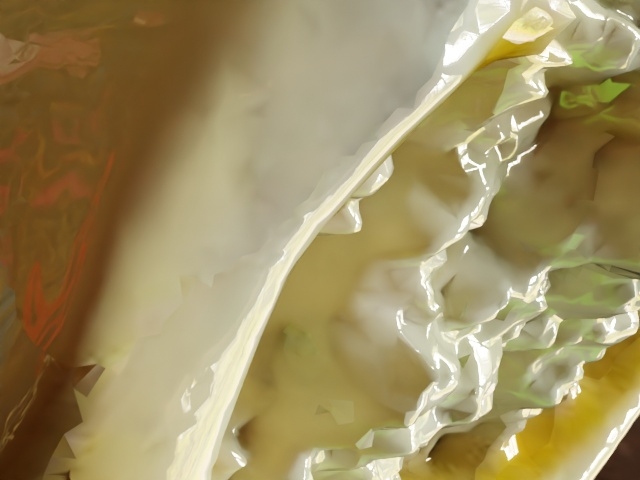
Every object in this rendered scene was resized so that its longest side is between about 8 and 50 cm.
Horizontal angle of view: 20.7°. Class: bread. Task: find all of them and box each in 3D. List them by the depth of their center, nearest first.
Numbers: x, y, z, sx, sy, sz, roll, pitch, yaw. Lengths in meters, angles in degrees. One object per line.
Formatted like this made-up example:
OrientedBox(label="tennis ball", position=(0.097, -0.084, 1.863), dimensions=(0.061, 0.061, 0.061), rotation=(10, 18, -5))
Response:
OrientedBox(label="bread", position=(0.001, -0.026, 0.513), dimensions=(0.329, 0.245, 0.424), rotation=(-48, 161, 18))
